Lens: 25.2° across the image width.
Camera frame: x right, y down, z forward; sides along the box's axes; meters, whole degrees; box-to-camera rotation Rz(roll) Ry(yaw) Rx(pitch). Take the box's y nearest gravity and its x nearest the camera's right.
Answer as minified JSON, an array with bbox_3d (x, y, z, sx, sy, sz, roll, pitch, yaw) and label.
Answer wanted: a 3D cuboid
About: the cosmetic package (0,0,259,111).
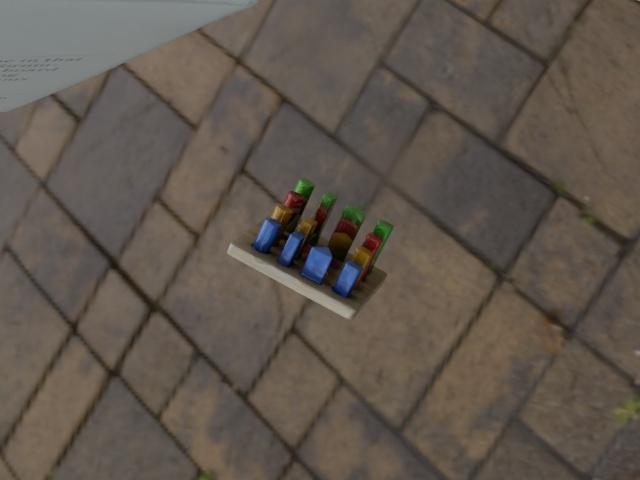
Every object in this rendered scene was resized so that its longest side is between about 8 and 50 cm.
[{"bbox_3d":[-0.277,-0.257,0.826,0.393,0.327,0.329,-10,85,57],"label":"cosmetic package"}]

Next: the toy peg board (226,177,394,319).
[{"bbox_3d":[0.000,0.000,1.644,0.161,0.160,0.079,28,109,8],"label":"toy peg board"}]
